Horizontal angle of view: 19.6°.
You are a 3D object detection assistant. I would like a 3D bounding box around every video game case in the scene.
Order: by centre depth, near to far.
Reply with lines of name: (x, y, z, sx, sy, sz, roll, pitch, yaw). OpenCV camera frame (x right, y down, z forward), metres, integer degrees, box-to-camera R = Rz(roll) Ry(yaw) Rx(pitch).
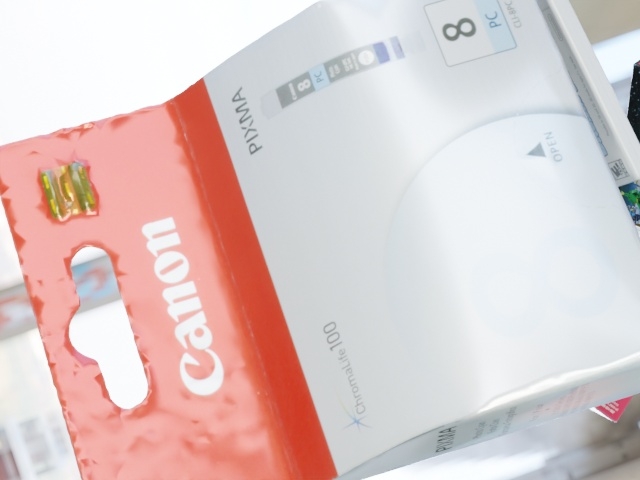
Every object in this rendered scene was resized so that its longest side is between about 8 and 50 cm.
video game case: (0.163, -0.103, 1.347, 0.157, 0.019, 0.143, 63, -26, -3)

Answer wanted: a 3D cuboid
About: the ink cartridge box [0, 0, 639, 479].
ink cartridge box: (0.000, 0.000, 1.208, 0.091, 0.385, 0.308, 94, -22, -67)

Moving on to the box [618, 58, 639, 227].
box: (0.345, -0.087, 1.821, 0.044, 0.159, 0.233, 19, -58, 27)

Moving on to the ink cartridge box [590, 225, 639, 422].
ink cartridge box: (0.251, 0.067, 1.619, 0.109, 0.150, 0.063, 35, -5, -41)
